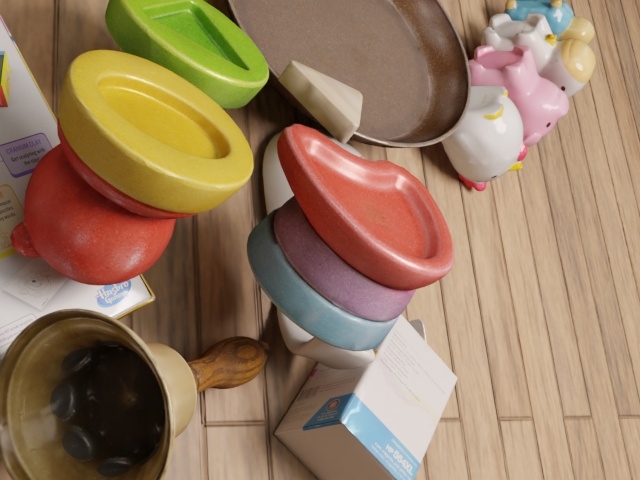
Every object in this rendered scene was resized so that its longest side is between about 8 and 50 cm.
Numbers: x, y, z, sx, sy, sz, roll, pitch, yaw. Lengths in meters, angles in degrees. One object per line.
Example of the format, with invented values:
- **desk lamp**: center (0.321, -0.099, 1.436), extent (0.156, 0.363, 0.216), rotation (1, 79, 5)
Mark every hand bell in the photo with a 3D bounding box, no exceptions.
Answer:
- **hand bell**: center (-0.097, 0.099, 0.550), extent (0.242, 0.126, 0.126), rotation (-3, 73, -70)

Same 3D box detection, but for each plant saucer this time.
- **plant saucer**: center (0.027, -0.221, 0.815), extent (0.311, 0.050, 0.310), rotation (18, 54, -26)

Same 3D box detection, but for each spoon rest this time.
- **spoon rest**: center (0.000, 0.000, 0.716), extent (0.137, 0.084, 0.276), rotation (27, 42, -27)

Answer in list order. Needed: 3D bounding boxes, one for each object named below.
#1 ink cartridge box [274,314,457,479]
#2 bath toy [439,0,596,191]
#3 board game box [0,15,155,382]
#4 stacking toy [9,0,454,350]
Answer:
- **ink cartridge box**: center (0.047, 0.138, 0.677), extent (0.090, 0.092, 0.143), rotation (49, 49, -15)
- **bath toy**: center (0.251, -0.185, 0.977), extent (0.348, 0.151, 0.129), rotation (-52, 143, -41)
- **board game box**: center (-0.283, -0.045, 0.485), extent (0.242, 0.064, 0.316), rotation (-29, 92, -44)
- **stacking toy**: center (-0.067, -0.050, 0.585), extent (0.309, 0.130, 0.279), rotation (23, 31, -30)
